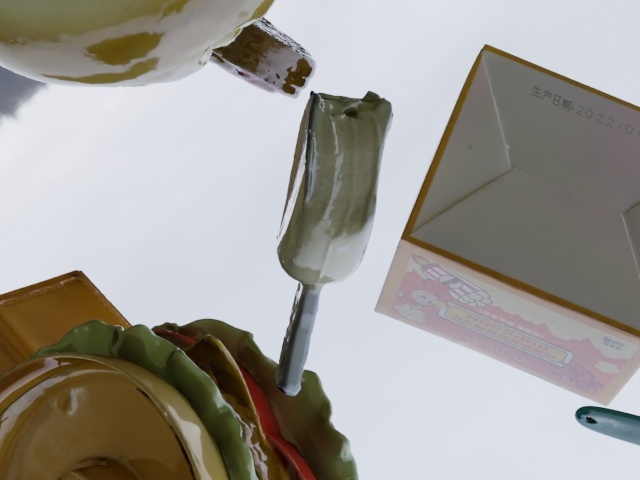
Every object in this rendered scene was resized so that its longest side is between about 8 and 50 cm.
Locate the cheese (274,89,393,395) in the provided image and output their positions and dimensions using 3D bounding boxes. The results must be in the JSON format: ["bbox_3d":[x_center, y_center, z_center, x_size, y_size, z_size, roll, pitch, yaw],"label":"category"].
[{"bbox_3d":[0.001,-0.002,0.843,0.092,0.047,0.171,120,-19,-75],"label":"cheese"}]

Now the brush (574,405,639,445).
[{"bbox_3d":[0.344,0.203,1.511,0.032,0.193,0.043,-67,168,-46],"label":"brush"}]

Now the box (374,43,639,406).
[{"bbox_3d":[0.241,-0.011,1.649,0.214,0.283,0.260,100,13,-66],"label":"box"}]

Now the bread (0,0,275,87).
[{"bbox_3d":[-0.149,-0.262,1.130,0.333,0.333,0.160,-44,163,-8],"label":"bread"}]

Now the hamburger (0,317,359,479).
[{"bbox_3d":[-0.099,0.186,1.014,0.274,0.275,0.212,-28,164,31],"label":"hamburger"}]

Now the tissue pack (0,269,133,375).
[{"bbox_3d":[-0.222,0.198,1.409,0.145,0.274,0.194,-19,148,-53],"label":"tissue pack"}]

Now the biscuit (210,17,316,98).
[{"bbox_3d":[-0.153,-0.259,1.644,0.381,0.359,0.074,43,-75,38],"label":"biscuit"}]
